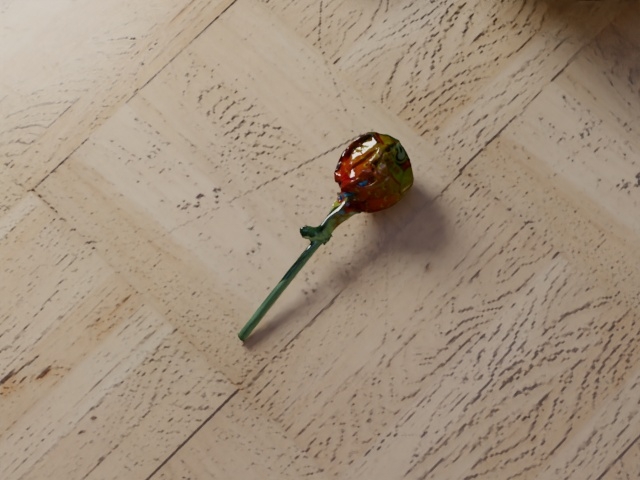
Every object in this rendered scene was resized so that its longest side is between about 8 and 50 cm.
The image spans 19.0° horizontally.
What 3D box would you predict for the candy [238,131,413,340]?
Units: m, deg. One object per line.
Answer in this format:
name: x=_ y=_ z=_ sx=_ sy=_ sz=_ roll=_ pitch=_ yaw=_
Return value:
candy: x=0.000 y=0.000 z=1.502 sx=0.060 sy=0.060 sz=0.201 roll=38 pitch=85 yaw=20
